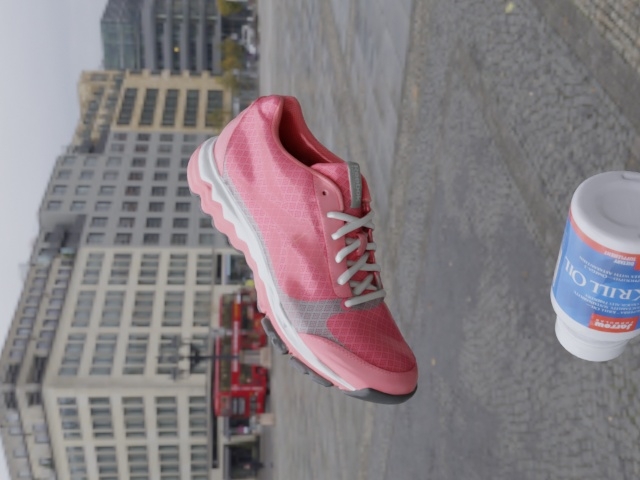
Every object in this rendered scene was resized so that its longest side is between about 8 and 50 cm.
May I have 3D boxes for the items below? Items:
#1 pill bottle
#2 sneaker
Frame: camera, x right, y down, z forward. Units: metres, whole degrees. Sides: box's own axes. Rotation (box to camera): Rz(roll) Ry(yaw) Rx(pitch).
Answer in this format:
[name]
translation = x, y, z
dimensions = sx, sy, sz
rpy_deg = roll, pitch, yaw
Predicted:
[pill bottle]
translation = 0.336, 0.039, 0.967
dimensions = 0.221, 0.124, 0.124
rpy_deg = 85, 180, -45
[sneaker]
translation = -0.001, 0.000, 0.746
dimensions = 0.136, 0.116, 0.314
rpy_deg = -45, 71, 30
